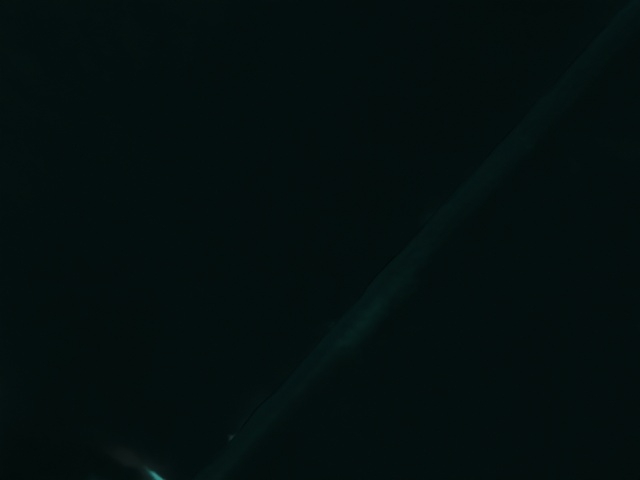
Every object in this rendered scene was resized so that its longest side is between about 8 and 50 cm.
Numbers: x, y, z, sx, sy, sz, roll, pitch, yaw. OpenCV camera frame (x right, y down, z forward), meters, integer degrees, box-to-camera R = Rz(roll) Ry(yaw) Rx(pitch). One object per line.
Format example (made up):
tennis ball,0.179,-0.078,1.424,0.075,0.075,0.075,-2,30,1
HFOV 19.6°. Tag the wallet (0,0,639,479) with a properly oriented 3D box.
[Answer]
wallet,0.000,-0.001,0.403,0.228,0.062,0.406,33,49,13
